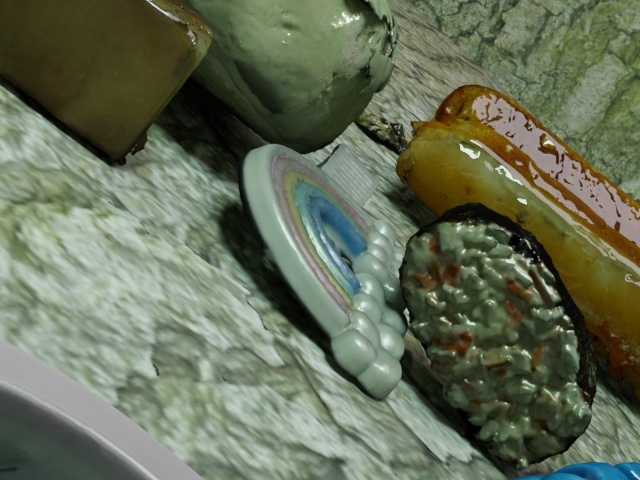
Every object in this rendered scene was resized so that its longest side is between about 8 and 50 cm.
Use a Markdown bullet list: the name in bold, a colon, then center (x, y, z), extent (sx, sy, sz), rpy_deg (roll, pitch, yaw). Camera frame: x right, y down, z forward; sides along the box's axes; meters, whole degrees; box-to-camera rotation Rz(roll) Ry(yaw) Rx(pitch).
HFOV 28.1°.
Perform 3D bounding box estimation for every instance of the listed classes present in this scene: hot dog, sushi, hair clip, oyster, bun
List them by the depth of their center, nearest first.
- **sushi**: center (0.104, 0.051, 0.734), extent (0.150, 0.090, 0.078), rpy_deg (66, 20, -5)
- **hair clip**: center (0.000, 0.000, 0.765), extent (0.140, 0.054, 0.220), rpy_deg (50, 17, -12)
- **bun**: center (-0.046, -0.166, 0.845), extent (0.239, 0.141, 0.239), rpy_deg (41, -3, 3)
- **hot dog**: center (0.211, 0.010, 1.094), extent (0.349, 0.117, 0.158), rpy_deg (39, 35, 1)
- **oyster**: center (0.064, -0.109, 1.249), extent (0.083, 0.019, 0.054), rpy_deg (24, 22, -46)

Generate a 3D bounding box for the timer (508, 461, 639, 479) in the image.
- **timer**: center (0.197, 0.217, 0.512), extent (0.309, 0.115, 0.340), rpy_deg (46, 18, 30)

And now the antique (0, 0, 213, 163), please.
- **antique**: center (-0.200, -0.172, 0.688), extent (0.310, 0.087, 0.093), rpy_deg (37, 15, -11)

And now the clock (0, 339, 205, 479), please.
- **clock**: center (-0.046, 0.136, 0.215), extent (0.275, 0.080, 0.290), rpy_deg (32, 19, -30)
